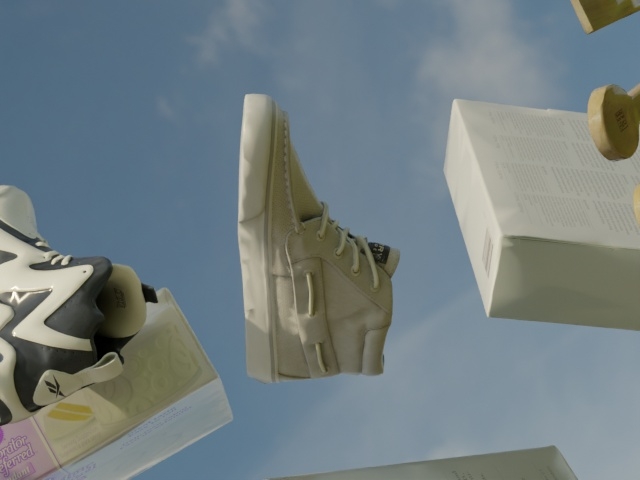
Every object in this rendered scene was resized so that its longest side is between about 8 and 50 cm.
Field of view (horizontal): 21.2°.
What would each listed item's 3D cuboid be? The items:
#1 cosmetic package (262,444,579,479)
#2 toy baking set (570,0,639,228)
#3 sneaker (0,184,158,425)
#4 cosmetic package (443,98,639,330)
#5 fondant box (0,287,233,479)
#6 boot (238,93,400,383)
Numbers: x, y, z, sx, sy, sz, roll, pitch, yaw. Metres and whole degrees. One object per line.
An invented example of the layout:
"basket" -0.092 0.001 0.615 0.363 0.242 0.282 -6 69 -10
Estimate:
"cosmetic package" 0.060 0.301 1.430 0.385 0.156 0.217 -2 -40 -46
"toy baking set" 0.185 -0.086 0.881 0.256 0.030 0.197 11 -108 -49
"sneaker" -0.206 0.036 1.388 0.153 0.235 0.094 -13 -50 6
"cosmetic package" 0.289 -0.029 1.753 0.284 0.377 0.097 4 -66 -4
"fondant box" -0.209 0.166 1.559 0.238 0.096 0.330 -30 -11 -6
"boot" 0.000 0.000 1.331 0.123 0.095 0.258 -1 -53 1
